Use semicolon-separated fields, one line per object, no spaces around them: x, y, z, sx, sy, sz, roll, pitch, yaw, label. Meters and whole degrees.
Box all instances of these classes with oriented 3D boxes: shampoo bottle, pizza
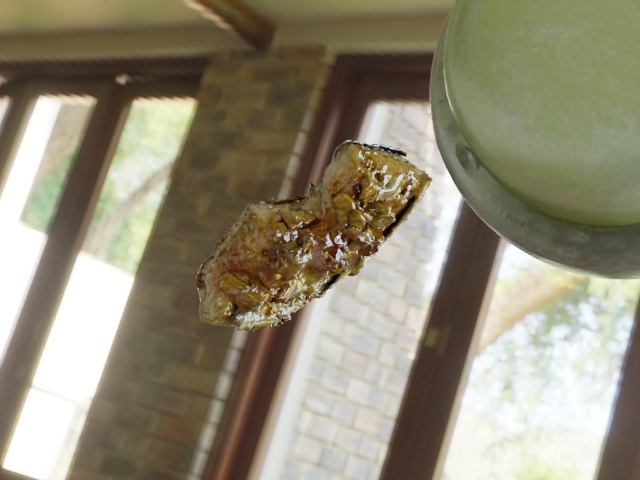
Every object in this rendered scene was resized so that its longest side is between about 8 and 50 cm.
0.260;-0.126;1.135;0.323;0.322;0.317;13;-5;20;shampoo bottle
0.000;0.000;1.382;0.085;0.305;0.161;43;-25;33;pizza
